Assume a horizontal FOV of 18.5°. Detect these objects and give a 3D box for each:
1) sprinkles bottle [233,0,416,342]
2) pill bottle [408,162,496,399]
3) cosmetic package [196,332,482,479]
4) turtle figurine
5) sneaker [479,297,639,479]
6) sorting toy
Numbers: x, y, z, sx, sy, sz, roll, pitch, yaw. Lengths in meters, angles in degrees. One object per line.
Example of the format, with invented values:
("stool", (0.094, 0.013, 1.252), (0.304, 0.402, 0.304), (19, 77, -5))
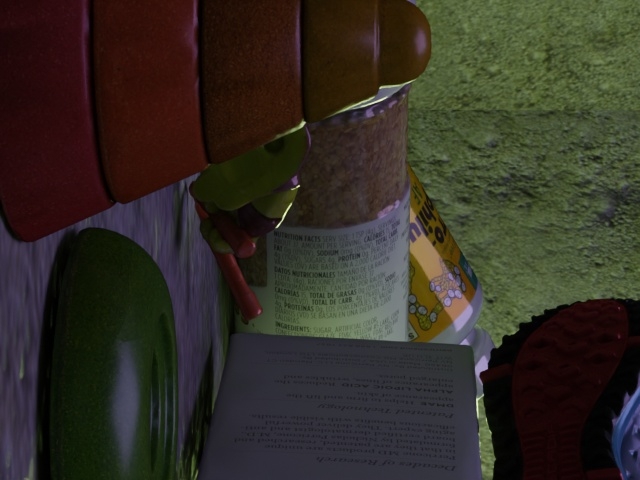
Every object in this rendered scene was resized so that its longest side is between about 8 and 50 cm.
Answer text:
("sprinkles bottle", (0.000, 0.000, 1.258), (0.121, 0.121, 0.355), (-86, 176, -56))
("pill bottle", (0.044, 0.026, 1.411), (0.208, 0.117, 0.117), (58, 14, -19))
("cosmetic package", (0.006, 0.213, 1.034), (0.385, 0.156, 0.217), (-86, 178, -70))
("turtle figurine", (-0.030, -0.076, 0.950), (0.217, 0.087, 0.269), (-77, 167, -79))
("sneaker", (0.147, 0.144, 1.118), (0.262, 0.104, 0.125), (-72, 149, -47))
("sorting toy", (-0.025, 0.039, 0.666), (0.127, 0.126, 0.365), (-87, 175, -53))
